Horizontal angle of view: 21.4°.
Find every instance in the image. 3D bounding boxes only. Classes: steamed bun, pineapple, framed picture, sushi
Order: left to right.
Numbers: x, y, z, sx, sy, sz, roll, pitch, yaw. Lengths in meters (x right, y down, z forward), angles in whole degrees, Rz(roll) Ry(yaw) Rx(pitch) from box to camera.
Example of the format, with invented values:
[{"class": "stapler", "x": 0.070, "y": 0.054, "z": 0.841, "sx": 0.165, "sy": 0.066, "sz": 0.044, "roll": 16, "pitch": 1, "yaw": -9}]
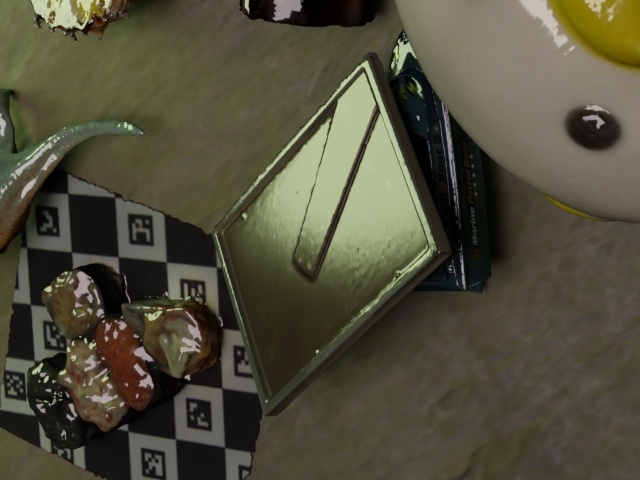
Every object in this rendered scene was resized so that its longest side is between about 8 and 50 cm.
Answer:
[{"class": "pineapple", "x": -0.226, "y": -0.300, "z": 1.645, "sx": 0.221, "sy": 0.047, "sz": 0.221, "roll": 4, "pitch": 96, "yaw": 47}, {"class": "sushi", "x": -0.215, "y": 0.122, "z": 1.746, "sx": 0.339, "sy": 0.069, "sz": 0.320, "roll": 23, "pitch": 112, "yaw": 26}, {"class": "framed picture", "x": 0.000, "y": 0.000, "z": 1.539, "sx": 0.289, "sy": 0.016, "sz": 0.213, "roll": -46, "pitch": 51, "yaw": 41}, {"class": "steamed bun", "x": 0.222, "y": -0.188, "z": 1.261, "sx": 0.334, "sy": 0.334, "sz": 0.374, "roll": -37, "pitch": 89, "yaw": 32}]

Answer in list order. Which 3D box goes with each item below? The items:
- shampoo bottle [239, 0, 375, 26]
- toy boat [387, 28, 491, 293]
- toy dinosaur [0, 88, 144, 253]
[{"class": "shampoo bottle", "x": -0.003, "y": -0.352, "z": 1.479, "sx": 0.129, "sy": 0.084, "sz": 0.323, "roll": 6, "pitch": 111, "yaw": 4}, {"class": "toy boat", "x": 0.093, "y": -0.068, "z": 1.498, "sx": 0.093, "sy": 0.103, "sz": 0.246, "roll": -2, "pitch": 96, "yaw": 56}, {"class": "toy dinosaur", "x": -0.342, "y": -0.074, "z": 1.762, "sx": 0.392, "sy": 0.092, "sz": 0.206, "roll": -9, "pitch": 91, "yaw": 18}]
